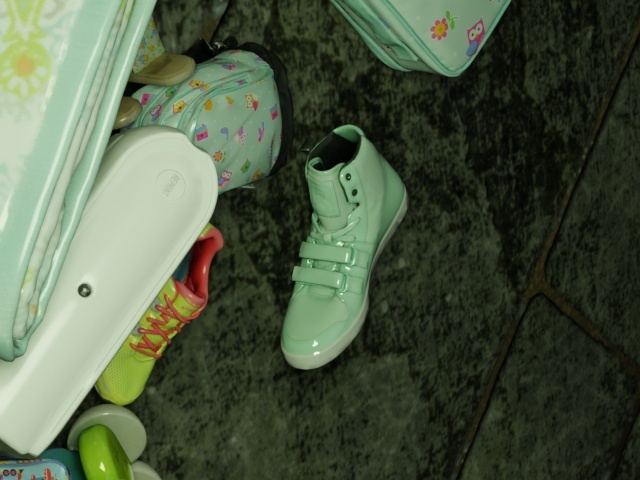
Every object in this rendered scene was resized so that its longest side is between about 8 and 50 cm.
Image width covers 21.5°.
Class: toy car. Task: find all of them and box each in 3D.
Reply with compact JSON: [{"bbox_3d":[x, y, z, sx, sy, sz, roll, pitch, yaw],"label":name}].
[{"bbox_3d":[-0.216,0.256,1.582,0.136,0.159,0.182,-15,128,-2],"label":"toy car"}]

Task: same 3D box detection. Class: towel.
[{"bbox_3d":[-0.312,-0.129,1.266,0.090,0.321,0.374,56,51,-77],"label":"towel"}]

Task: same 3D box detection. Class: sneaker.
[{"bbox_3d":[-0.157,0.064,1.620,0.081,0.094,0.208,26,82,-49],"label":"sneaker"},{"bbox_3d":[0.000,0.000,1.771,0.151,0.094,0.256,55,50,-46],"label":"sneaker"}]

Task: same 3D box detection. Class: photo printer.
[{"bbox_3d":[-0.213,0.036,1.431,0.107,0.256,0.307,39,71,-14],"label":"photo printer"}]

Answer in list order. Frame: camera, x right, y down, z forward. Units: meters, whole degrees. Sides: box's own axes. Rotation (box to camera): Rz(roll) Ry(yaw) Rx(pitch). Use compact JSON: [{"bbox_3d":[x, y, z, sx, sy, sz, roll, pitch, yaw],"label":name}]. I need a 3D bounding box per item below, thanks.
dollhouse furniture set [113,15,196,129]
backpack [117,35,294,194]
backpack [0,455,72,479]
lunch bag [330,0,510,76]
[{"bbox_3d":[-0.215,-0.184,1.449,0.242,0.161,0.212,-43,128,-32],"label":"dollhouse furniture set"},{"bbox_3d":[-0.108,-0.110,1.612,0.182,0.115,0.152,-23,113,-47],"label":"backpack"},{"bbox_3d":[-0.304,0.247,1.455,0.158,0.173,0.116,0,85,-29],"label":"backpack"},{"bbox_3d":[0.093,-0.317,1.788,0.279,0.108,0.224,43,73,-42],"label":"lunch bag"}]
